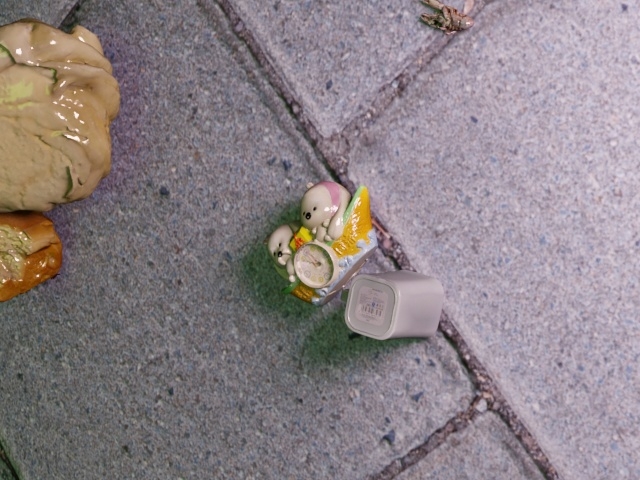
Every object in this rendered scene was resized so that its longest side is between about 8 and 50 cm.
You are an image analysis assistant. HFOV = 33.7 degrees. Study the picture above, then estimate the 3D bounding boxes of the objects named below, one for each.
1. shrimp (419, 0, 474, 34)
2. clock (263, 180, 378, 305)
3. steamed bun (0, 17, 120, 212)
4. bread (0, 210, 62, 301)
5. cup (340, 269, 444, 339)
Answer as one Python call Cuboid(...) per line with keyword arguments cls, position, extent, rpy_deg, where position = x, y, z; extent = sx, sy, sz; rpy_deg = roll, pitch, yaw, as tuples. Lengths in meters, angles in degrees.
Cuboid(cls="shrimp", position=(0.176, -0.315, 1.500), extent=(0.092, 0.029, 0.038), rpy_deg=(37, 122, 30))
Cuboid(cls="clock", position=(0.000, 0.000, 1.604), extent=(0.144, 0.103, 0.231), rpy_deg=(46, 119, 10))
Cuboid(cls="steamed bun", position=(-0.499, -0.224, 1.812), extent=(0.325, 0.230, 0.372), rpy_deg=(0, 127, 8))
Cuboid(cls="bread", position=(-0.646, -0.021, 1.968), extent=(0.344, 0.195, 0.148), rpy_deg=(21, 127, 29))
Cuboid(cls="cup", position=(0.095, 0.090, 1.541), extent=(0.128, 0.129, 0.095), rpy_deg=(16, 97, 34))
